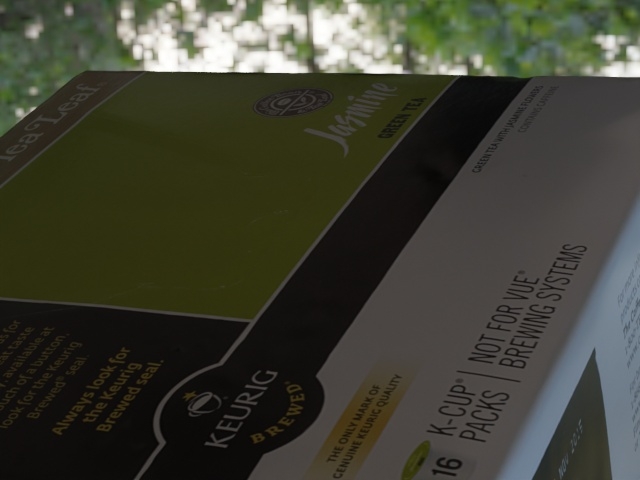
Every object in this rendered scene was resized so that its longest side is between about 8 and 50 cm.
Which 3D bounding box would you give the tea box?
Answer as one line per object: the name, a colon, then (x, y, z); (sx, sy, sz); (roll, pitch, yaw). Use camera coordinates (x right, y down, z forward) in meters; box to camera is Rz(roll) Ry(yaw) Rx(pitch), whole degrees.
tea box: (-0.026, 0.089, 0.690); (0.324, 0.220, 0.329); (5, -149, 25)
